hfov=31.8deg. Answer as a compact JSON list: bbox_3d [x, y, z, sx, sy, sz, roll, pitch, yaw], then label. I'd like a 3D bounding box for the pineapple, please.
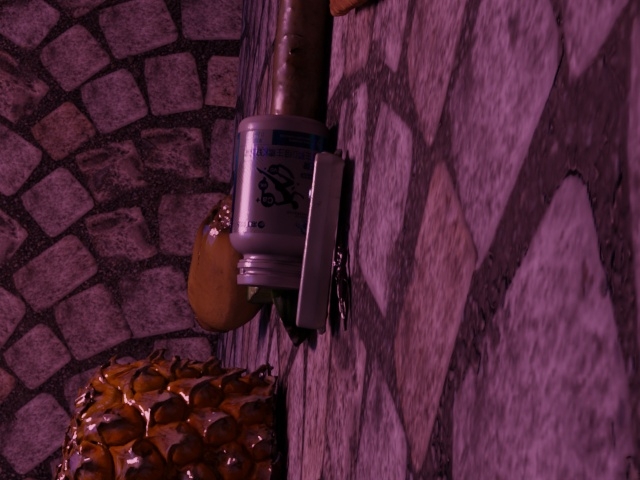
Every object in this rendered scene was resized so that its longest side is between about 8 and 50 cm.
[{"bbox_3d":[-0.203,0.317,1.540,0.352,0.300,0.352,-172,90,-87],"label":"pineapple"}]

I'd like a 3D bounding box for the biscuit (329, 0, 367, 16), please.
[{"bbox_3d":[0.043,-0.301,1.071,0.250,0.030,0.160,-145,59,-81],"label":"biscuit"}]

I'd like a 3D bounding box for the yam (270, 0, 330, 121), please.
[{"bbox_3d":[-0.025,-0.230,1.379,0.067,0.071,0.317,3,87,42],"label":"yam"}]

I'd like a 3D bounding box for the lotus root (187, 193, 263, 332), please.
[{"bbox_3d":[-0.142,0.047,1.816,0.303,0.131,0.146,105,-169,-46],"label":"lotus root"}]

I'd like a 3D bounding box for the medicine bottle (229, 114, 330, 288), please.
[{"bbox_3d":[-0.048,-0.042,1.281,0.107,0.107,0.191,151,124,-80],"label":"medicine bottle"}]

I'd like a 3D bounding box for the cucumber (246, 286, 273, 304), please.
[{"bbox_3d":[-0.056,0.023,1.469,0.116,0.062,0.115,154,119,-72],"label":"cucumber"}]

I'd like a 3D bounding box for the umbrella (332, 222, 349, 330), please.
[{"bbox_3d":[0.022,0.036,1.082,0.022,0.013,0.122,-44,36,47],"label":"umbrella"}]

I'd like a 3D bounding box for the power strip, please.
[{"bbox_3d":[0.000,0.000,1.149,0.081,0.035,0.192,-57,-28,-86],"label":"power strip"}]

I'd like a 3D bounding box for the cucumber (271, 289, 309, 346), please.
[{"bbox_3d":[-0.028,0.087,1.308,0.107,0.035,0.067,-109,-5,-72],"label":"cucumber"}]
